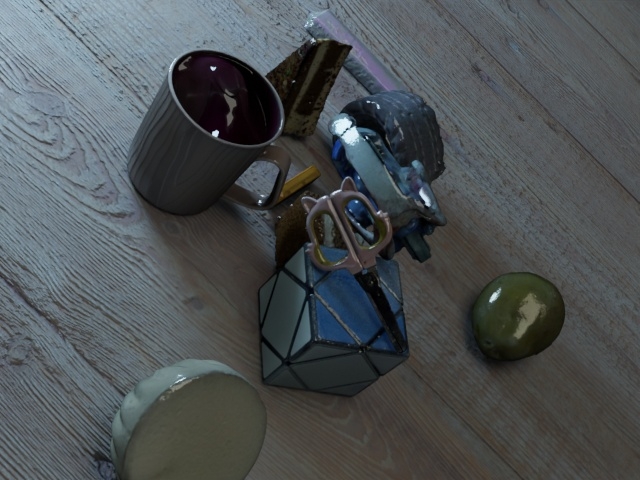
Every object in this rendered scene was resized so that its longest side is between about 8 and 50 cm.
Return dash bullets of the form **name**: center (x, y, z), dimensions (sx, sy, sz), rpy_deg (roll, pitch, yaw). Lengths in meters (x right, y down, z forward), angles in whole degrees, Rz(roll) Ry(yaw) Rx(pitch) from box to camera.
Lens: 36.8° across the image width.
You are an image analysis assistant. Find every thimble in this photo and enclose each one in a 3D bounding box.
- **thimble**: center (0.154, -0.207, 2.087), dimensions (0.172, 0.205, 0.236), rpy_deg (-20, 74, -41)

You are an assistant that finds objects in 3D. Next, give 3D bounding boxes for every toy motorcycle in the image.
- **toy motorcycle**: center (0.123, -0.114, 1.806), dimensions (0.182, 0.241, 0.319), rpy_deg (-17, 50, -18)

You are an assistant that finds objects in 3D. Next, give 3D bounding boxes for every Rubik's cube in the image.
- **Rubik's cube**: center (0.020, 0.151, 1.773), dimensions (0.205, 0.207, 0.205), rpy_deg (13, 54, -28)

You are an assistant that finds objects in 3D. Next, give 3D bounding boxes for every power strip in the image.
- **power strip**: center (-0.064, -0.107, 1.986), dimensions (0.178, 0.049, 0.028), rpy_deg (-35, 89, -42)

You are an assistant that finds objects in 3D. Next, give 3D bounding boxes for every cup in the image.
- **cup**: center (-0.194, -0.191, 1.801), dimensions (0.288, 0.273, 0.208), rpy_deg (9, 57, -29)

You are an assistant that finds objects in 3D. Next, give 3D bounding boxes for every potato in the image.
- **potato**: center (0.424, 0.163, 2.070), dimensions (0.177, 0.160, 0.235), rpy_deg (23, 56, 31)

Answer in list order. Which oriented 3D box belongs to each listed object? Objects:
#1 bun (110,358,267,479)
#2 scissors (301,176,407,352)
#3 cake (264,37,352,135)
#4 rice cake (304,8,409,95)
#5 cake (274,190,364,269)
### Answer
- **bun**: center (-0.233, 0.295, 1.537), dimensions (0.263, 0.263, 0.175), rpy_deg (-11, 26, -37)
- **scissors**: center (0.075, 0.051, 1.675), dimensions (0.024, 0.160, 0.318), rpy_deg (-11, 76, -85)
- **cake**: center (-0.044, -0.353, 2.035), dimensions (0.112, 0.246, 0.135), rpy_deg (-2, 44, -33)
- **rice cake**: center (0.103, -0.417, 2.288), dimensions (0.365, 0.056, 0.072), rpy_deg (46, 46, -1)
- **cake**: center (0.000, 0.000, 1.902), dimensions (0.147, 0.135, 0.135), rpy_deg (16, 52, -26)
